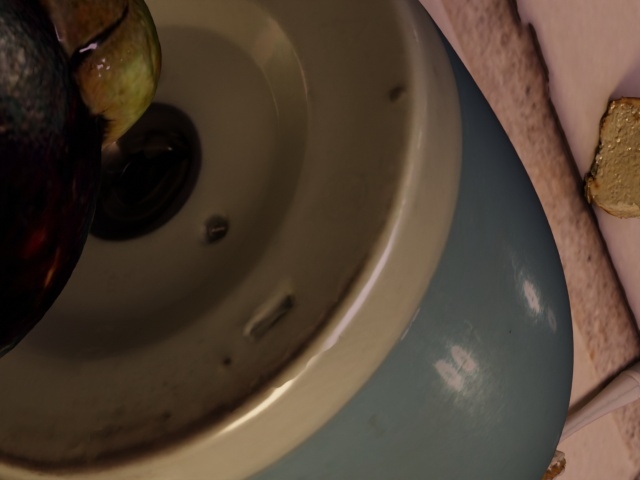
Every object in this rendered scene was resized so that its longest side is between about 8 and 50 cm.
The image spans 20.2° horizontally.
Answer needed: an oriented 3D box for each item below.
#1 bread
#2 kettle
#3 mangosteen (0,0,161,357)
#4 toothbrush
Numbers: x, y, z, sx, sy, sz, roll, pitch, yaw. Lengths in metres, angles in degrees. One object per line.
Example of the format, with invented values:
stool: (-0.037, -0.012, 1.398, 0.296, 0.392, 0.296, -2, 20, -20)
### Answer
bread: (0.219, -0.047, 1.134, 0.070, 0.076, 0.083, 8, 95, -46)
kettle: (0.000, 0.000, 0.812, 0.342, 0.247, 0.320, 40, 46, -55)
mangosteen: (-0.172, -0.054, 0.592, 0.243, 0.243, 0.243, -18, 115, -44)
toothbrush: (0.229, 0.090, 1.224, 0.342, 0.030, 0.025, -28, 126, -42)
